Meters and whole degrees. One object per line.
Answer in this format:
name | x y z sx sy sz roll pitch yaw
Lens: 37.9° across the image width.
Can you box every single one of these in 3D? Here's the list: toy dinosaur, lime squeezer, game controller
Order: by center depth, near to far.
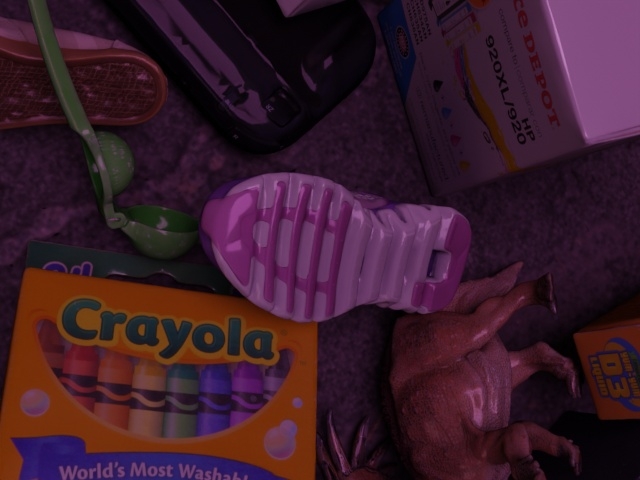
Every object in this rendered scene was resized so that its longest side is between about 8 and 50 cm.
lime squeezer | -0.119 -0.051 0.660 0.110 0.059 0.310 -39 123 14
toy dinosaur | 0.089 0.125 0.716 0.127 0.200 0.296 51 41 -48
game controller | -0.094 -0.223 0.720 0.319 0.067 0.166 49 58 -8

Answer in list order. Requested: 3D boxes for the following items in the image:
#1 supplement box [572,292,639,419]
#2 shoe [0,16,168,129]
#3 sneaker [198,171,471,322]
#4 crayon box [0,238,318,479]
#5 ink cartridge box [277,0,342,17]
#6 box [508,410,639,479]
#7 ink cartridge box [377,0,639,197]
supplement box | 0.302 0.070 0.760 0.233 0.080 0.078 -18 92 -45
shoe | -0.221 -0.119 0.668 0.219 0.058 0.077 5 115 -14
sneaker | 0.000 0.000 0.661 0.236 0.104 0.095 8 100 -46
crayon box | -0.109 0.144 0.608 0.203 0.083 0.323 9 63 -18
ink cartridge box | 0.005 -0.313 0.706 0.172 0.100 0.237 -27 90 -36
box | 0.255 0.225 0.731 0.093 0.156 0.158 -41 98 -18
ink cartridge box | 0.179 -0.147 0.702 0.168 0.232 0.171 -16 90 -19
